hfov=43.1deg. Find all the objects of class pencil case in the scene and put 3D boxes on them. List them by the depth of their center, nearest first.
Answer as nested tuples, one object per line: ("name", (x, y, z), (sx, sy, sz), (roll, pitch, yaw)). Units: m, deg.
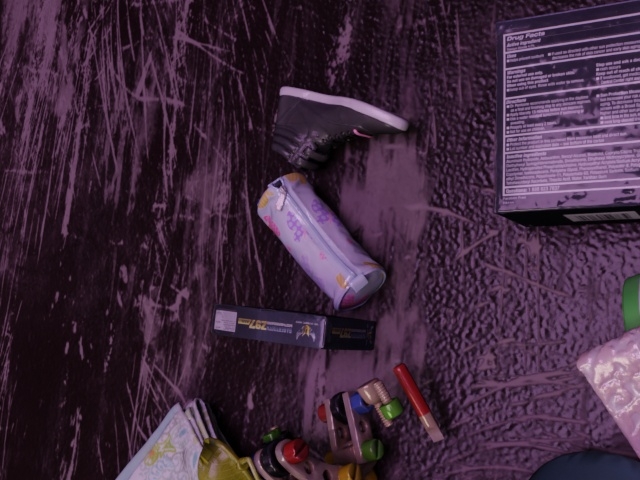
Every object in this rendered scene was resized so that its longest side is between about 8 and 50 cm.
("pencil case", (0.000, 0.000, 1.461), (0.113, 0.124, 0.273), (-30, 64, -19))

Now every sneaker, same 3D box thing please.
("sneaker", (0.028, -0.188, 1.487), (0.296, 0.105, 0.146), (18, 94, 38))

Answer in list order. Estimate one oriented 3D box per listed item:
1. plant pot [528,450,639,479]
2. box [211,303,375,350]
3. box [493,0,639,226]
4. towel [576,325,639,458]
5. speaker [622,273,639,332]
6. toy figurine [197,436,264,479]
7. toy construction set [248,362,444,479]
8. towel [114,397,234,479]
("plant pot", (0.348, 0.460, 1.074), (0.293, 0.235, 0.293), (8, 104, 37))
("box", (-0.045, 0.153, 1.429), (0.233, 0.183, 0.059), (4, 86, 30))
("box", (0.424, -0.179, 1.196), (0.296, 0.183, 0.294), (-2, 83, 29))
("towel", (0.557, 0.219, 1.049), (0.332, 0.053, 0.317), (-33, 90, 32))
("speaker", (0.575, 0.092, 1.101), (0.297, 0.131, 0.131), (-7, 80, 30))
("toy figurine", (-0.127, 0.513, 1.246), (0.362, 0.217, 0.191), (57, 157, -16))
("toy construction set", (0.062, 0.378, 1.340), (0.309, 0.257, 0.237), (-31, 85, 13))
("towel", (-0.273, 0.531, 1.531), (0.374, 0.090, 0.320), (-54, 49, 15))
